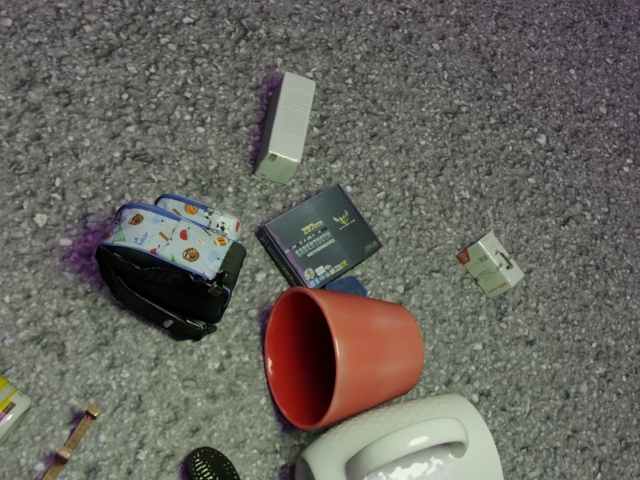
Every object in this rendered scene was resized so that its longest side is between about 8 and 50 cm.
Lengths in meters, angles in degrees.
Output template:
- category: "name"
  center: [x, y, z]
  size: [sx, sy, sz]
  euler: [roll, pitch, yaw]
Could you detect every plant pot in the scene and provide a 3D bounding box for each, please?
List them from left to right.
- category: "plant pot"
  center: [0.055, 0.226, 1.498]
  size: [0.243, 0.275, 0.275]
  euler: [1, 67, -34]

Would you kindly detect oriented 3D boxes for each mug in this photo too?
- category: "mug"
  center: [0.140, 0.424, 1.369]
  size: [0.328, 0.374, 0.276]
  euler: [-7, 56, -19]

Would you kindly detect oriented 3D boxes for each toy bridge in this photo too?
- category: "toy bridge"
  center: [-0.449, 0.377, 1.307]
  size: [0.026, 0.063, 0.188]
  euler: [33, 57, -7]

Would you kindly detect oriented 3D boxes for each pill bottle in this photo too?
- category: "pill bottle"
  center: [-0.607, 0.254, 1.261]
  size: [0.215, 0.117, 0.117]
  euler: [39, 58, -4]

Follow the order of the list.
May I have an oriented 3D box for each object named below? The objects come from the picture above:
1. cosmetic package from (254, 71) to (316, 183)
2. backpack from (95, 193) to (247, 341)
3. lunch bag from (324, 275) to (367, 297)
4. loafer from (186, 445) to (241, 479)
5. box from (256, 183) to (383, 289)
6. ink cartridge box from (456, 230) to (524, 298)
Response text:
- category: "cosmetic package"
  center: [-0.081, -0.259, 1.722]
  size: [0.085, 0.117, 0.231]
  euler: [16, 63, -15]
- category: "backpack"
  center: [-0.285, 0.032, 1.429]
  size: [0.263, 0.276, 0.213]
  euler: [18, 57, -8]
- category: "lunch bag"
  center: [0.046, 0.129, 1.633]
  size: [0.098, 0.065, 0.067]
  euler: [-18, 55, -31]
- category: "loafer"
  center: [-0.174, 0.480, 1.377]
  size: [0.080, 0.078, 0.220]
  euler: [-27, 63, -35]
- category: "box"
  center: [0.000, 0.000, 1.675]
  size: [0.232, 0.059, 0.183]
  euler: [-30, 81, -32]
- category: "ink cartridge box"
  center: [0.410, 0.060, 1.804]
  size: [0.056, 0.099, 0.135]
  euler: [-34, 85, -33]
